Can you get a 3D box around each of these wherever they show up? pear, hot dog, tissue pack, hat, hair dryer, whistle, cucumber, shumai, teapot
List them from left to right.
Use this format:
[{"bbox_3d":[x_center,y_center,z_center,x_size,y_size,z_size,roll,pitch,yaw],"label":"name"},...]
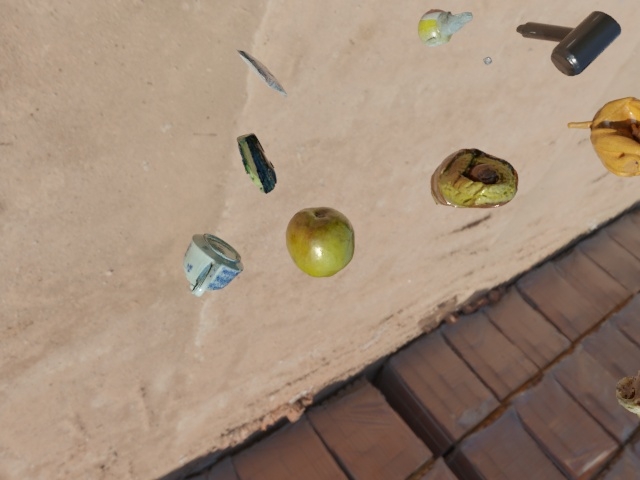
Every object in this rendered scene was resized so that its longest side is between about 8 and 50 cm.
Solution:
[{"bbox_3d":[-0.295,0.074,1.433,0.158,0.232,0.159,-2,107,-7],"label":"teapot"},{"bbox_3d":[-0.207,-0.258,1.801,0.085,0.115,0.193,-31,112,-15],"label":"cucumber"},{"bbox_3d":[-0.157,-0.467,1.533,0.026,0.123,0.193,-43,171,13],"label":"tissue pack"},{"bbox_3d":[0.000,0.000,1.472,0.200,0.200,0.200,-31,151,-19],"label":"pear"},{"bbox_3d":[0.391,-0.691,1.737,0.122,0.223,0.123,-1,93,-28],"label":"whistle"},{"bbox_3d":[0.240,-0.099,0.871,0.261,0.123,0.093,-94,-174,-84],"label":"hot dog"},{"bbox_3d":[0.464,-0.407,1.104,0.114,0.248,0.070,-45,125,3],"label":"hair dryer"},{"bbox_3d":[0.699,-0.235,1.291,0.233,0.233,0.244,83,29,-63],"label":"hat"},{"bbox_3d":[0.643,0.305,1.042,0.152,0.210,0.161,11,159,-14],"label":"shumai"}]

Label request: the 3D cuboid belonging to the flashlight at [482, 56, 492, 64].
[{"bbox_3d":[0.433,-0.466,1.421,0.018,0.018,0.083,-27,-171,21],"label":"flashlight"}]
